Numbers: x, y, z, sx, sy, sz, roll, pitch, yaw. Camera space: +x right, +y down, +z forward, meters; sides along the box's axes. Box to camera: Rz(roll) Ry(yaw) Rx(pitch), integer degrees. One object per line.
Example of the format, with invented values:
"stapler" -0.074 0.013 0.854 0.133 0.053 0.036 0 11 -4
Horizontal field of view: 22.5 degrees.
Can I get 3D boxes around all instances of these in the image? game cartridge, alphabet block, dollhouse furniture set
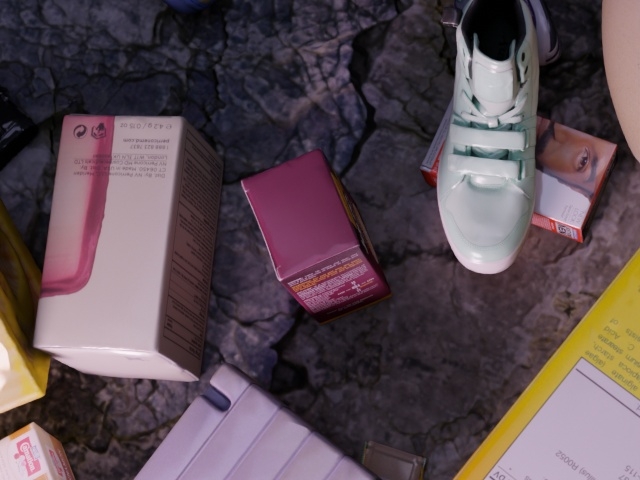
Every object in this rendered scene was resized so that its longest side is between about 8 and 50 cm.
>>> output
"game cartridge" -0.103 0.316 1.438 0.230 0.068 0.355 36 85 17
"alphabet block" -0.382 0.065 1.530 0.197 0.192 0.193 -22 116 5
"dollhouse furniture set" 0.018 0.224 1.521 0.152 0.058 0.076 17 71 -3

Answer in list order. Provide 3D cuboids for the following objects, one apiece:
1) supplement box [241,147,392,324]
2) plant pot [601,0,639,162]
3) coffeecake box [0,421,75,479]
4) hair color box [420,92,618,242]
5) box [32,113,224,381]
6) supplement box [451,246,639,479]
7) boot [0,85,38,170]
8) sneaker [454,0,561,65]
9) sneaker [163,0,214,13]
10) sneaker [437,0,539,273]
"supplement box" 0.000 0.000 1.498 0.081 0.188 0.104 -23 71 5
"plant pot" 0.370 -0.147 1.441 0.284 0.284 0.191 24 117 17
"coffeecake box" -0.318 0.285 1.541 0.185 0.068 0.142 -29 58 4
"hair color box" 0.191 -0.074 1.549 0.167 0.053 0.093 21 80 16
"box" -0.182 0.009 1.557 0.127 0.148 0.232 2 75 13
"supplement box" 0.287 0.168 1.387 0.194 0.195 0.356 38 85 19
"boot" -0.366 -0.116 1.686 0.121 0.045 0.099 -44 73 -9
"sneaker" 0.161 -0.268 1.595 0.098 0.083 0.223 -20 72 12
"sneaker" -0.224 -0.324 1.696 0.131 0.112 0.296 -46 68 16
"sneaker" 0.147 -0.105 1.459 0.094 0.151 0.256 2 79 12
